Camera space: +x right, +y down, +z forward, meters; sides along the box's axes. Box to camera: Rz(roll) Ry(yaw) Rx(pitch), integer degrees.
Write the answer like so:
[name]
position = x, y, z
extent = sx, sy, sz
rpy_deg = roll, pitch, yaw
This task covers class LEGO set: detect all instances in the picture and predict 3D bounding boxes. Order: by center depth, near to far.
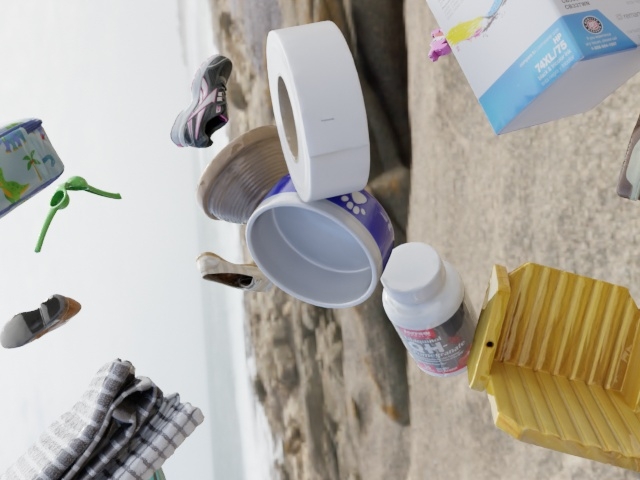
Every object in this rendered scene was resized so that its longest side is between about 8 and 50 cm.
[LEGO set]
position = 0.300, -0.341, 1.418
extent = 0.227, 0.087, 0.093
rpy_deg = 1, 60, 48

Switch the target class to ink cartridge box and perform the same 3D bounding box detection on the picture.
[ink cartridge box]
position = 0.305, -0.324, 1.077
extent = 0.270, 0.198, 0.197
rpy_deg = 66, 152, 13

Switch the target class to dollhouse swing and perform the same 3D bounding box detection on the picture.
[dollhouse swing]
position = 0.489, 0.222, 1.484
extent = 0.305, 0.347, 0.315
rpy_deg = 8, -83, -87

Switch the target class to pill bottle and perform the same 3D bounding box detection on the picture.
[pill bottle]
position = 0.238, 0.147, 1.683
extent = 0.318, 0.176, 0.176
rpy_deg = 58, -167, -45

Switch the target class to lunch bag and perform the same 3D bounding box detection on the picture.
[lunch bag]
position = -0.414, -0.058, 0.864
extent = 0.219, 0.176, 0.090
rpy_deg = -49, -56, -50

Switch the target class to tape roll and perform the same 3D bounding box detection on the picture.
[tape roll]
position = -0.008, -0.208, 1.273
extent = 0.286, 0.100, 0.286
rpy_deg = 168, 90, -80

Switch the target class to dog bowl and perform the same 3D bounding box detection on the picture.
[dog bowl]
position = 0.000, 0.000, 1.455
extent = 0.265, 0.265, 0.104
rpy_deg = 97, -161, -48

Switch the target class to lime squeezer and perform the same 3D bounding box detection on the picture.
[lime squeezer]
position = -0.590, -0.086, 1.828
extent = 0.310, 0.059, 0.110
rpy_deg = -50, -40, -55

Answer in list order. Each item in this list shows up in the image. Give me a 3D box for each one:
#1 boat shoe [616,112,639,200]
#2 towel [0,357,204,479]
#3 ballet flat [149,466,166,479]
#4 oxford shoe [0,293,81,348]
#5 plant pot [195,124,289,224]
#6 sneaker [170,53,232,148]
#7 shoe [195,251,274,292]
[boat shoe]
position = 0.446, -0.166, 0.951
extent = 0.095, 0.095, 0.257
rpy_deg = -6, -68, -67
[towel]
position = -0.286, 0.258, 0.942
extent = 0.121, 0.235, 0.284
rpy_deg = 46, 158, -7
[ballet flat]
position = -0.356, 0.421, 1.518
extent = 0.083, 0.087, 0.247
rpy_deg = -142, 41, -81
[oxford shoe]
position = -0.609, 0.185, 1.696
extent = 0.076, 0.212, 0.076
rpy_deg = 23, -135, -61
[plant pot]
position = -0.127, -0.109, 1.580
extent = 0.110, 0.237, 0.237
rpy_deg = 47, 155, 20
[sneaker]
position = -0.186, -0.234, 1.358
extent = 0.178, 0.077, 0.072
rpy_deg = -69, -22, -7
[shoe]
position = -0.196, 0.089, 1.829
extent = 0.076, 0.219, 0.058
rpy_deg = -49, 41, 25
